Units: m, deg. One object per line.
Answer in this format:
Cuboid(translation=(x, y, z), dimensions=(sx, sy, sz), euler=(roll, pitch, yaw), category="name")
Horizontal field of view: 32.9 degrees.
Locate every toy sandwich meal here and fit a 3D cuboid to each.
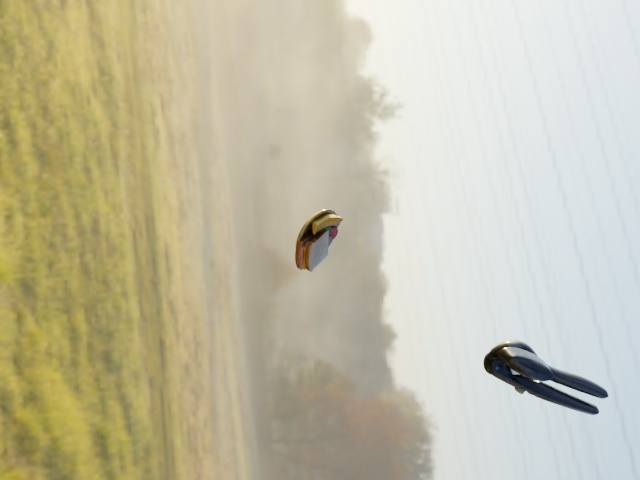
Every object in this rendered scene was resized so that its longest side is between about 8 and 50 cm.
Cuboid(translation=(0.000, 0.000, 1.354), dimensions=(0.029, 0.085, 0.085), euler=(32, -35, 30), category="toy sandwich meal")

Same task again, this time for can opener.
Cuboid(translation=(0.283, 0.178, 1.361), dimensions=(0.059, 0.186, 0.073), euler=(-54, -153, 16), category="can opener")
